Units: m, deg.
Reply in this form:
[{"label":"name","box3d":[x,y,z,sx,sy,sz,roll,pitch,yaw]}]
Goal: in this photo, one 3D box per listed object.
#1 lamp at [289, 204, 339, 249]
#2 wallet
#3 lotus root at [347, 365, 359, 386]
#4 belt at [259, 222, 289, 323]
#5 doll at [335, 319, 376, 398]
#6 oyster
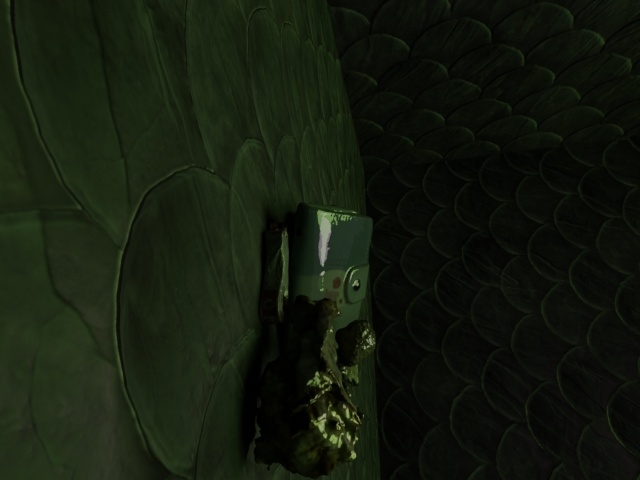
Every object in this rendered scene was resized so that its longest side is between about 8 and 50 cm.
[{"label":"lamp","box3d":[0.000,0.000,1.148,0.161,0.162,0.184,-33,119,-77]},{"label":"wallet","box3d":[0.023,0.098,1.025,0.252,0.083,0.359,1,98,-45]},{"label":"lotus root","box3d":[0.074,0.419,1.506,0.203,0.078,0.183,-85,153,-57]},{"label":"belt","box3d":[-0.093,0.061,0.904,0.071,0.053,0.231,61,26,-61]},{"label":"doll","box3d":[0.028,0.301,0.968,0.202,0.091,0.285,-49,169,-52]},{"label":"oyster","box3d":[-0.009,0.249,0.794,0.336,0.198,0.133,-77,175,-46]}]
